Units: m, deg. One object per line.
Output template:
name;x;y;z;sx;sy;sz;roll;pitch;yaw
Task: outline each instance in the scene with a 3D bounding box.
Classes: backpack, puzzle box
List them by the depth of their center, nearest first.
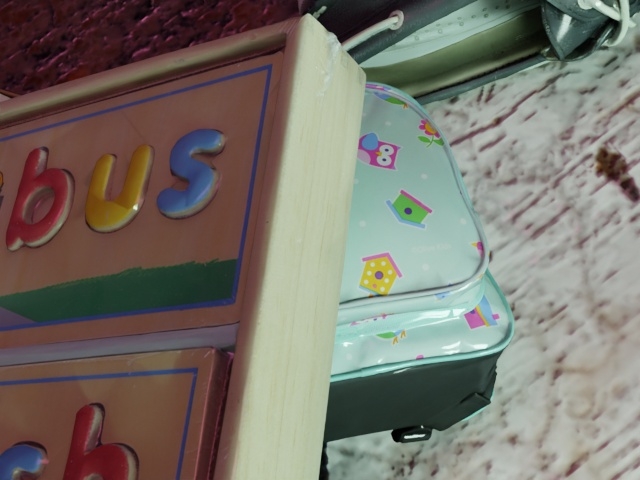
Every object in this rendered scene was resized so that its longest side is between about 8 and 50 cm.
puzzle box;-0.176;0.062;0.456;0.409;0.052;0.272;-9;60;31
backpack;0.000;0.000;0.515;0.166;0.144;0.188;-11;50;-6

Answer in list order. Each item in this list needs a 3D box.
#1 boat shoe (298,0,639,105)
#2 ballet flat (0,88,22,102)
boat shoe;0.130;-0.141;0.573;0.303;0.114;0.091;-15;60;24
ballet flat;-0.248;-0.088;0.683;0.232;0.073;0.080;15;70;24
